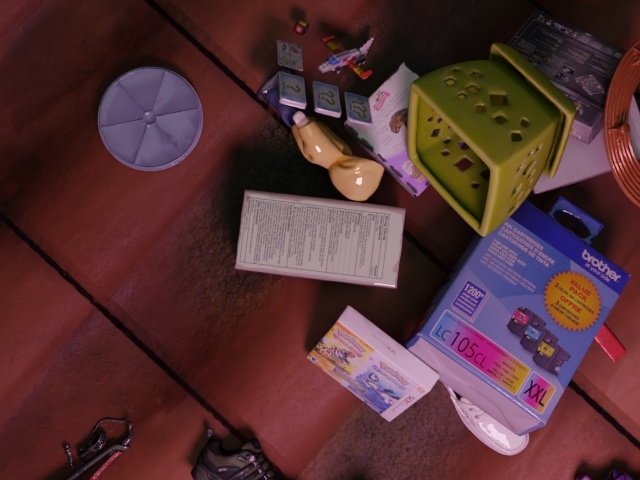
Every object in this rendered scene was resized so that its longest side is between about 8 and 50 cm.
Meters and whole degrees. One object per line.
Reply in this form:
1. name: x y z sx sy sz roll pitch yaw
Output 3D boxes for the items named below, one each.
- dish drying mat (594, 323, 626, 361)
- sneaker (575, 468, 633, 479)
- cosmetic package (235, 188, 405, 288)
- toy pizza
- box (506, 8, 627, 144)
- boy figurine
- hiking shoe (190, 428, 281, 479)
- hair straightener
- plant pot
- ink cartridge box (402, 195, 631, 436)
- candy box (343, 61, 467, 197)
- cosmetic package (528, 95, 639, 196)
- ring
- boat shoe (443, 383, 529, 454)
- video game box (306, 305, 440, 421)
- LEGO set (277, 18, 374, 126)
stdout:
1. dish drying mat: 0.544 0.190 1.792 0.032 0.008 0.083 -39 89 0
2. sneaker: 0.573 0.478 1.743 0.236 0.095 0.104 2 79 1
3. cosmetic package: 0.000 0.000 1.744 0.296 0.129 0.153 8 87 1
4. toy pizza: -0.325 -0.232 1.804 0.201 0.032 0.201 0 88 -1
5. box: 0.444 -0.303 1.728 0.231 0.056 0.183 32 72 23
6. boy figurine: 0.000 -0.191 1.719 0.092 0.177 0.285 -45 69 7
7. hiking shoe: -0.123 0.431 1.749 0.227 0.086 0.114 19 91 2
8. hair straightener: -0.445 0.415 1.772 0.230 0.047 0.089 -45 88 -1
9. plant pot: 0.295 -0.184 1.611 0.207 0.227 0.228 -34 65 -14
10. ink cartridge box: 0.363 0.105 1.692 0.270 0.151 0.395 35 67 2
11. candy box: 0.168 -0.208 1.780 0.196 0.070 0.165 44 89 1
12. cosmetic package: 0.482 -0.174 1.762 0.238 0.107 0.127 -16 87 3
13. ring: 0.640 -0.213 1.710 0.337 0.032 0.336 -1 93 -30
14. boat shoe: 0.289 0.288 1.746 0.098 0.096 0.277 -39 88 -2
15. video game box: 0.090 0.228 1.709 0.205 0.187 0.048 37 54 2
16. LEGO set: 0.012 -0.325 1.732 0.183 0.060 0.244 12 45 -18
